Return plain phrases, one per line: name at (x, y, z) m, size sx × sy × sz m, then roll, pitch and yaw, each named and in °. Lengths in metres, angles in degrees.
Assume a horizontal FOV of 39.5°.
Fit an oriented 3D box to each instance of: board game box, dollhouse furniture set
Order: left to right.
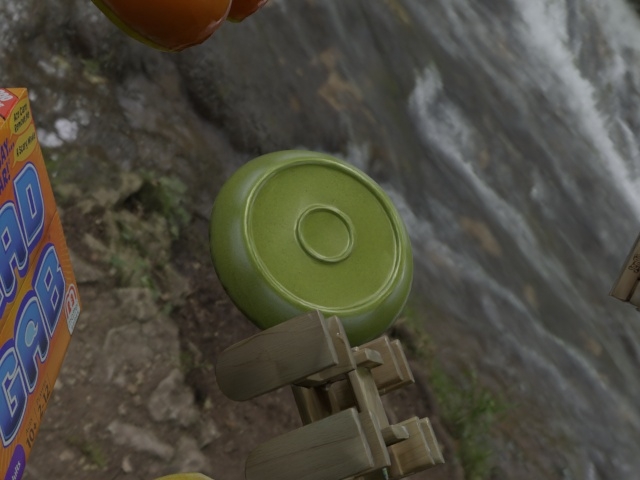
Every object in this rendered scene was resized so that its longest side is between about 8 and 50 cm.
board game box at (-0.523, 0.064, 1.030) m, size 0.357 × 0.356 × 0.356 m, roll -1°, pitch 36°, yaw 2°
dollhouse furniture set at (-0.001, 0.199, 0.710) m, size 0.212 × 0.161 × 0.242 m, roll 29°, pitch 39°, yaw -66°

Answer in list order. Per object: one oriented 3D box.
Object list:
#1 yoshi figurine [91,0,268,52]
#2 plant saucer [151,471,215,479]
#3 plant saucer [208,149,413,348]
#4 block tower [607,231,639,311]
yoshi figurine at (0.045, -0.235, 0.373) m, size 0.203 × 0.362 × 0.203 m, roll 11°, pitch 36°, yaw -50°
plant saucer at (-0.112, 0.484, 1.356) m, size 0.333 × 0.332 × 0.081 m, roll 24°, pitch 50°, yaw 9°
plant saucer at (0.000, 0.000, 0.961) m, size 0.241 × 0.037 × 0.240 m, roll 10°, pitch 63°, yaw -19°
block tower at (0.480, 0.100, 0.937) m, size 0.335 × 0.097 × 0.091 m, roll 27°, pitch 3°, yaw 14°
